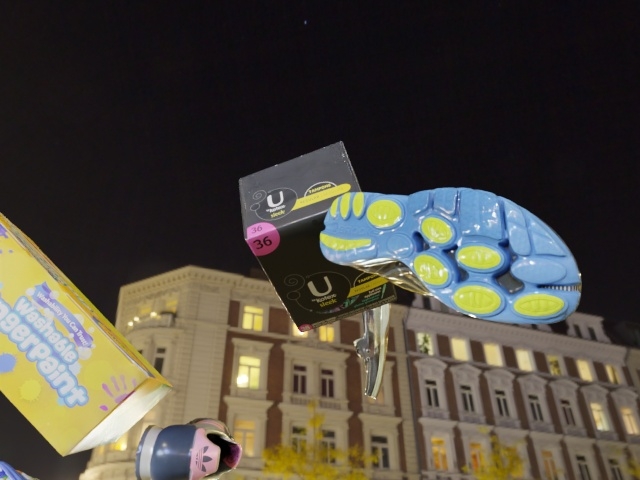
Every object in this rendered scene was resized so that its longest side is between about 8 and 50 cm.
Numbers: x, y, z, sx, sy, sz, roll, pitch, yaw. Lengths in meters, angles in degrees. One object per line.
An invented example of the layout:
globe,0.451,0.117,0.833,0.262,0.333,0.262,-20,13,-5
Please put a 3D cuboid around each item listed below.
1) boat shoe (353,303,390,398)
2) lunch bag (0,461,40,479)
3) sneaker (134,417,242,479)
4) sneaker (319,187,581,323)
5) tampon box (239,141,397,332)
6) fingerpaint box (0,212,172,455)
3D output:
boat shoe,0.074,0.155,0.845,0.049,0.152,0.056,7,-19,2
lunch bag,-0.468,0.467,0.744,0.243,0.303,0.115,21,-28,33
sneaker,-0.185,0.361,0.957,0.131,0.112,0.319,1,-13,10
sneaker,0.077,0.005,0.353,0.078,0.067,0.188,14,0,-36
tampon box,0.000,0.000,0.614,0.120,0.101,0.161,-20,-46,6
fingerpaint box,-0.482,0.146,0.978,0.445,0.163,0.371,44,-18,5
